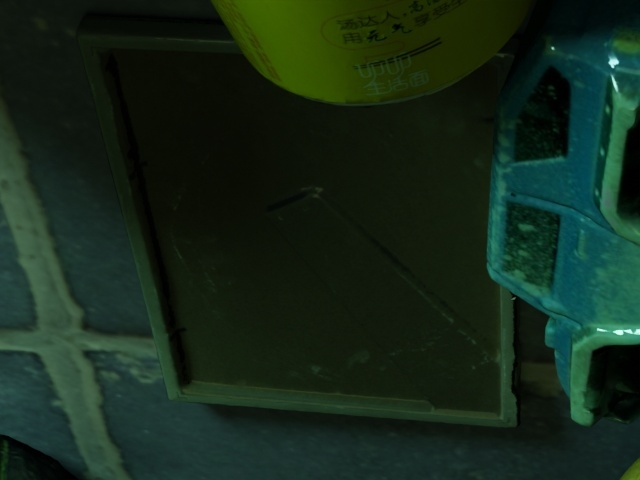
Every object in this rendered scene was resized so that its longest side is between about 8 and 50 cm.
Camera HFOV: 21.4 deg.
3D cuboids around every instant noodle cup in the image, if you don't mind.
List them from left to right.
[{"bbox_3d":[0.006,-0.183,0.705,0.215,0.215,0.236,-1,146,17],"label":"instant noodle cup"}]

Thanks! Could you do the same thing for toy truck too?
[{"bbox_3d":[0.173,-0.029,0.863,0.156,0.155,0.279,14,141,14],"label":"toy truck"}]

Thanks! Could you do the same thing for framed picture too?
[{"bbox_3d":[0.000,0.000,1.036,0.247,0.022,0.335,3,139,11],"label":"framed picture"}]

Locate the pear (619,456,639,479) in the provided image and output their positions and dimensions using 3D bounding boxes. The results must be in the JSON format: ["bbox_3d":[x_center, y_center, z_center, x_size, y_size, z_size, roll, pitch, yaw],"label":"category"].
[{"bbox_3d":[0.281,0.208,1.070,0.209,0.209,0.209,8,139,7],"label":"pear"}]

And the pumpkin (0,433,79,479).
[{"bbox_3d":[-0.305,0.275,1.265,0.323,0.241,0.323,5,140,4],"label":"pumpkin"}]
